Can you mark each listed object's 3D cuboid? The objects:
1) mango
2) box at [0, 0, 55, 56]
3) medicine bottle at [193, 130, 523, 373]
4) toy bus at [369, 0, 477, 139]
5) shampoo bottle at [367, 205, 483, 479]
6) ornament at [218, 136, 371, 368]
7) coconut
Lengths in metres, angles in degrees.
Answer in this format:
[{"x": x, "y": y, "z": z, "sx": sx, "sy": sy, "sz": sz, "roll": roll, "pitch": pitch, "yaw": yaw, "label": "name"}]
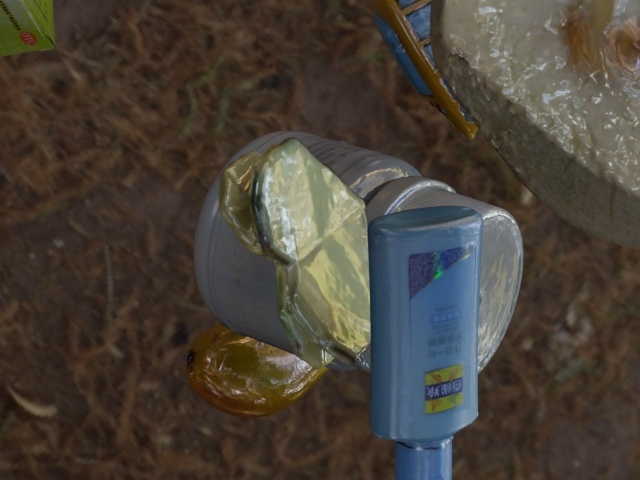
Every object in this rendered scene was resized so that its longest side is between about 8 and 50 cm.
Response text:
[{"x": -0.064, "y": 0.160, "z": 1.779, "sx": 0.253, "sy": 0.113, "sz": 0.138, "roll": -14, "pitch": 76, "yaw": -35, "label": "mango"}, {"x": -0.320, "y": -0.212, "z": 0.982, "sx": 0.175, "sy": 0.062, "sz": 0.260, "roll": -9, "pitch": 159, "yaw": 4, "label": "box"}, {"x": 0.042, "y": 0.023, "z": 1.456, "sx": 0.245, "sy": 0.306, "sz": 0.245, "roll": -29, "pitch": 128, "yaw": -46, "label": "medicine bottle"}, {"x": 0.127, "y": -0.196, "z": 1.197, "sx": 0.136, "sy": 0.126, "sz": 0.209, "roll": -33, "pitch": 118, "yaw": 3, "label": "toy bus"}, {"x": 0.090, "y": 0.102, "z": 1.139, "sx": 0.104, "sy": 0.061, "sz": 0.258, "roll": -10, "pitch": 110, "yaw": -25, "label": "shampoo bottle"}, {"x": 0.000, "y": 0.000, "z": 1.199, "sx": 0.180, "sy": 0.059, "sz": 0.201, "roll": -41, "pitch": 109, "yaw": -54, "label": "ornament"}, {"x": 0.224, "y": -0.142, "z": 0.834, "sx": 0.254, "sy": 0.297, "sz": 0.297, "roll": -16, "pitch": 127, "yaw": -64, "label": "coconut"}]
